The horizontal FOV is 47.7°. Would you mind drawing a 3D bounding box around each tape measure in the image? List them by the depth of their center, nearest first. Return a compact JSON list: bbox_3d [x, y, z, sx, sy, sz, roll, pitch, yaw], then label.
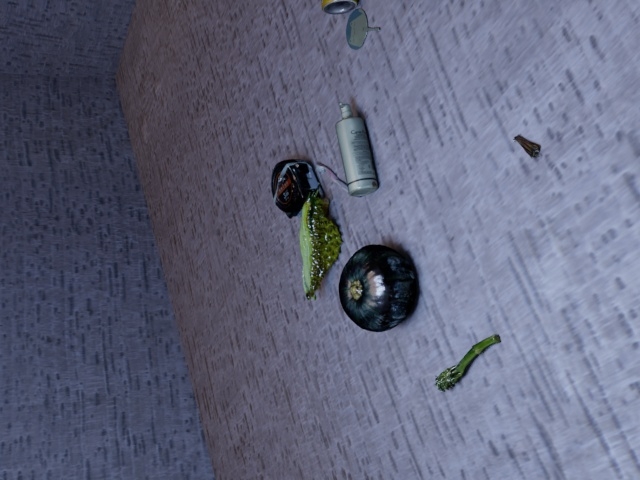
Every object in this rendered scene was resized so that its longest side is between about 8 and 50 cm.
[{"bbox_3d":[-0.083,-0.175,2.340,0.182,0.107,0.181,-39,63,54],"label":"tape measure"}]

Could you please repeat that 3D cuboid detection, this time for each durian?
[{"bbox_3d":[-0.004,0.001,2.224,0.132,0.106,0.375,26,117,59],"label":"durian"}]

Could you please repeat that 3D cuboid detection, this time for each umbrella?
[{"bbox_3d":[0.437,-0.199,1.529,0.083,0.020,0.031,58,140,47],"label":"umbrella"}]

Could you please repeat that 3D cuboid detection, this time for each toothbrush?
[{"bbox_3d":[0.053,-0.182,2.188,0.269,0.021,0.027,42,141,51],"label":"toothbrush"}]

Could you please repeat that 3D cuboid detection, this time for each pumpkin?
[{"bbox_3d":[0.149,0.125,1.924,0.233,0.163,0.233,12,104,56],"label":"pumpkin"}]

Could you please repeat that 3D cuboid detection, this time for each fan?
[{"bbox_3d":[0.118,-0.595,2.037,0.175,0.005,0.113,27,116,58],"label":"fan"}]

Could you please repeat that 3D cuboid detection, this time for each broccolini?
[{"bbox_3d":[0.351,0.289,1.725,0.054,0.051,0.239,34,131,-1],"label":"broccolini"}]

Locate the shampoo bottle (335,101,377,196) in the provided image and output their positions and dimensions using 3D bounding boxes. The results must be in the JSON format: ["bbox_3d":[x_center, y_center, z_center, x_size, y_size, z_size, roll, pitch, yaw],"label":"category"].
[{"bbox_3d":[0.095,-0.260,2.041,0.085,0.085,0.263,-29,69,57],"label":"shampoo bottle"}]

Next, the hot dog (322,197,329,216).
[{"bbox_3d":[-0.001,-0.076,2.287,0.044,0.028,0.137,-88,20,-49],"label":"hot dog"}]

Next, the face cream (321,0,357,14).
[{"bbox_3d":[0.034,-0.829,2.056,0.105,0.104,0.349,-16,80,59],"label":"face cream"}]
